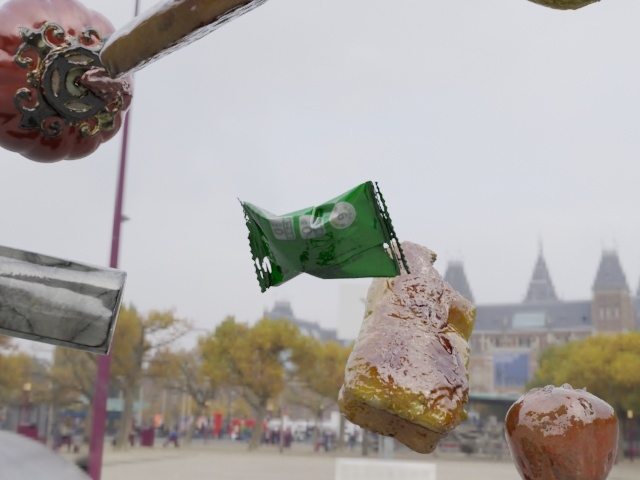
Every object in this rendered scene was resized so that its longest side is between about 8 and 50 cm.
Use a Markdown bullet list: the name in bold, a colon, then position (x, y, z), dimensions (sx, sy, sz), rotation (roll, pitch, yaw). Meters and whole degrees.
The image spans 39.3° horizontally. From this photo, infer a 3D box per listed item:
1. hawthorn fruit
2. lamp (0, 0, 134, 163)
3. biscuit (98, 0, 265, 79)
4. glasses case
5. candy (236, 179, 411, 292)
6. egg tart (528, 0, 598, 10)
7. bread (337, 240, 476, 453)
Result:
- **hawthorn fruit**: position (0.304, 0.268, 1.136), dimensions (0.149, 0.189, 0.149), rotation (9, -30, 5)
- **lamp**: position (-0.355, -0.214, 1.189), dimensions (0.227, 0.226, 0.227), rotation (2, -12, 0)
- **biscuit**: position (-0.057, -0.250, 0.858), dimensions (0.359, 0.046, 0.359), rotation (-25, 14, 7)
- **glasses case**: position (-0.397, 0.058, 1.100), dimensions (0.299, 0.114, 0.060), rotation (12, -27, -8)
- **candy**: position (0.000, 0.004, 1.136), dimensions (0.203, 0.078, 0.141), rotation (-8, -45, 18)
- **egg tart**: position (0.339, -0.438, 1.255), dimensions (0.241, 0.106, 0.241), rotation (24, -37, 20)
- **bread**: position (0.146, 0.142, 1.352), dimensions (0.185, 0.380, 0.109), rotation (20, -54, 1)
